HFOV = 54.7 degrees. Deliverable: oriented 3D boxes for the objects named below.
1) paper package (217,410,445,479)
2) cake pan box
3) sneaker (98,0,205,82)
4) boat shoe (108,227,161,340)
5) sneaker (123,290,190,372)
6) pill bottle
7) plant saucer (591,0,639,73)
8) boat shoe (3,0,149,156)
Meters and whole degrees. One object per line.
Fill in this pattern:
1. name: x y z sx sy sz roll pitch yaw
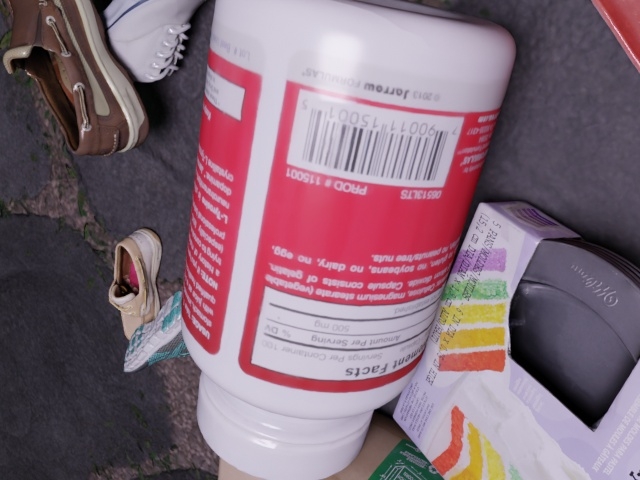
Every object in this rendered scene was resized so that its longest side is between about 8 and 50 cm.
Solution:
1. paper package: 0.051 0.354 0.660 0.325 0.168 0.309 21 118 26
2. cake pan box: 0.189 0.128 0.506 0.246 0.070 0.266 45 129 42
3. sneaker: -0.181 -0.226 0.676 0.258 0.094 0.091 -14 107 44
4. boat shoe: -0.254 0.067 0.827 0.063 0.059 0.170 20 115 26
5. sneaker: -0.194 0.134 0.803 0.076 0.065 0.166 31 129 -30
6. pill bottle: 0.000 0.000 0.543 0.229 0.229 0.407 24 117 24
7. plant saucer: 0.325 -0.146 0.359 0.259 0.048 0.258 58 147 2
8. boat shoe: -0.278 -0.203 0.636 0.095 0.095 0.257 -33 89 46
